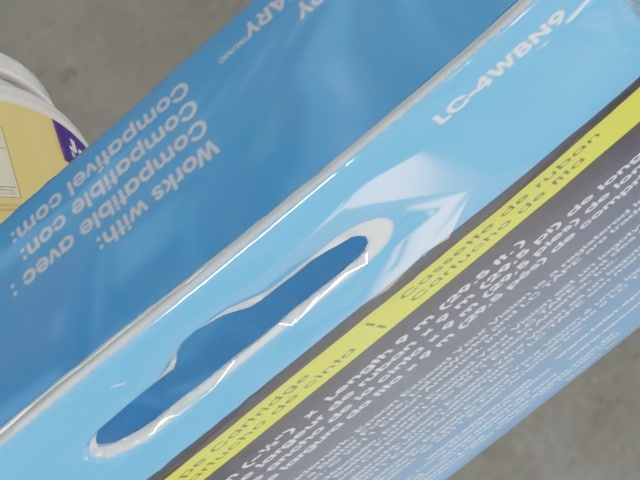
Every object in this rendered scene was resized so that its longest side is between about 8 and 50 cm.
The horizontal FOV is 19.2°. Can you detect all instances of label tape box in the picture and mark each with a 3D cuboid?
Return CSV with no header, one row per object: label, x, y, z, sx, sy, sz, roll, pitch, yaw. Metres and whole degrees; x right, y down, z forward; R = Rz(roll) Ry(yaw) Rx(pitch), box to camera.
label tape box,0.000,0.000,0.583,0.249,0.347,0.115,-40,70,13

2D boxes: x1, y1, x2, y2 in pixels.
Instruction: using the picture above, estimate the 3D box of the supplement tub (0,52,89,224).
supplement tub,-0.258,0.034,1.375,0.241,0.331,0.241,-12,135,-12
